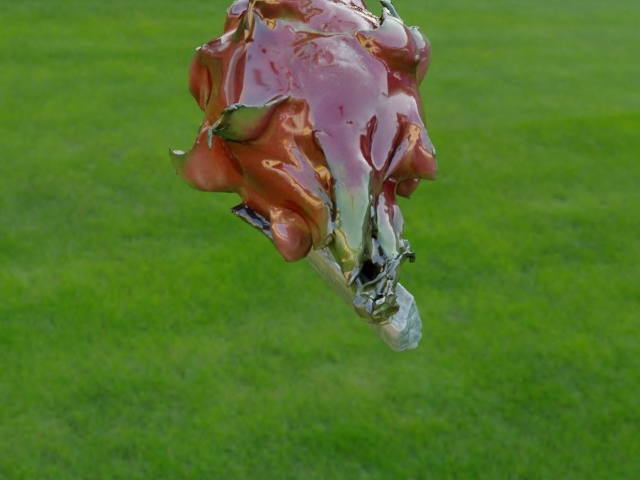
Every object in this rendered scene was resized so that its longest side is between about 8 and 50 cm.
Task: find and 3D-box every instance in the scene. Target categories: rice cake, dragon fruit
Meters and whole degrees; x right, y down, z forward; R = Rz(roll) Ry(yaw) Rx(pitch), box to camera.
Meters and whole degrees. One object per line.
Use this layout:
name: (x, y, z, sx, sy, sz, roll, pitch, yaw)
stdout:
rice cake: (0.000, 0.000, 0.721, 0.029, 0.033, 0.171, -34, 66, -19)
dragon fruit: (-0.005, -0.052, 0.647, 0.137, 0.135, 0.235, 14, 46, -15)
